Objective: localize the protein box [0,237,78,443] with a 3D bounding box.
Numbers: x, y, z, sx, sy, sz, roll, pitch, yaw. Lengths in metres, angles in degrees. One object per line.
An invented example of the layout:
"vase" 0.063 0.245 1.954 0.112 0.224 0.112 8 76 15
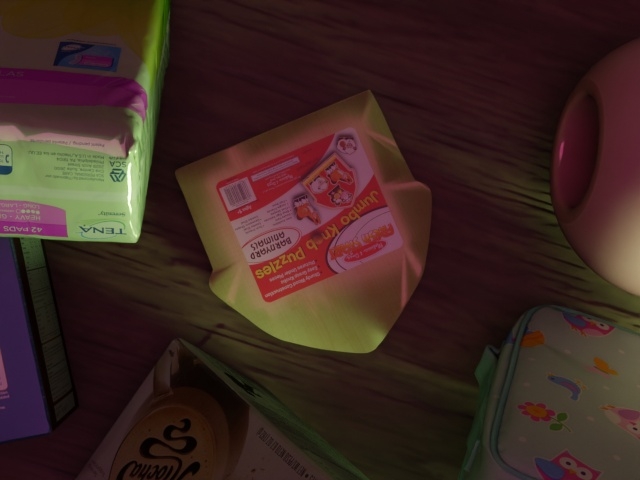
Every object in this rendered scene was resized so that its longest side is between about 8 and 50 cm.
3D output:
"protein box" -0.309 0.059 1.083 0.200 0.136 0.201 -11 91 -2

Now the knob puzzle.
"knob puzzle" 0.000 0.000 1.146 0.213 0.030 0.213 0 90 -2

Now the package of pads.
"package of pads" -0.230 -0.112 1.015 0.229 0.296 0.101 3 123 -2

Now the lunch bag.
"lunch bag" 0.210 0.161 1.036 0.224 0.279 0.107 18 114 8

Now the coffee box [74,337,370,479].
"coffee box" -0.045 0.218 1.012 0.119 0.297 0.168 36 90 -40

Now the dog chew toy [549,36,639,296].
"dog chew toy" 0.349 -0.045 1.080 0.332 0.206 0.206 7 90 -9
